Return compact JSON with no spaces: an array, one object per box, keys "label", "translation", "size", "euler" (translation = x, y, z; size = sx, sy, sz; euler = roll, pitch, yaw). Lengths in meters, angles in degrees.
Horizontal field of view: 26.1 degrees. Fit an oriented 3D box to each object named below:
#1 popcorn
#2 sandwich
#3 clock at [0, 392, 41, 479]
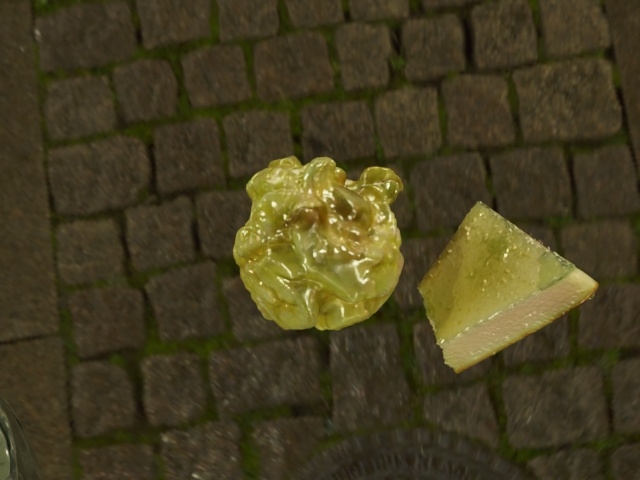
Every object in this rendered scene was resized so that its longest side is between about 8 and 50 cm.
[{"label":"popcorn","translation":[0.000,0.000,1.429],"size":[0.185,0.167,0.188],"euler":[-1,106,-13]},{"label":"sandwich","translation":[0.174,0.063,1.397],"size":[0.058,0.193,0.162],"euler":[32,95,-30]},{"label":"clock","translation":[-0.332,0.183,0.869],"size":[0.312,0.061,0.313],"euler":[-3,54,4]}]
